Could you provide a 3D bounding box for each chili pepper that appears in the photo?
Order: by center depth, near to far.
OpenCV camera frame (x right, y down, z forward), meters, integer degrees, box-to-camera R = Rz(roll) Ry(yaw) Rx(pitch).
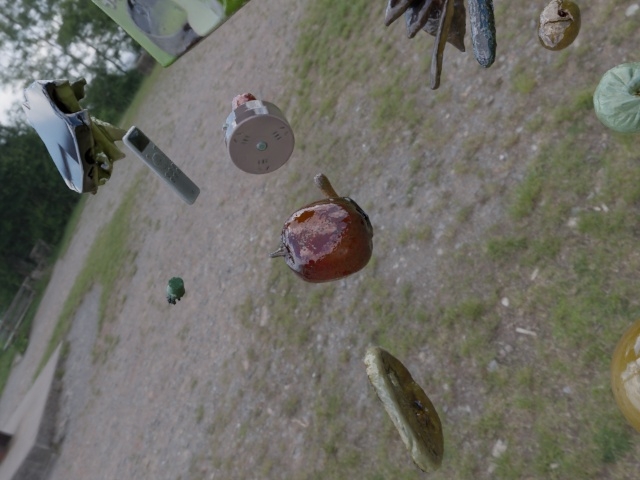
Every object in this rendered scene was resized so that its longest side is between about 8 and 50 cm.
[{"bbox_3d":[-0.179,-0.315,1.375,0.073,0.070,0.123,-17,54,-8],"label":"chili pepper"}]

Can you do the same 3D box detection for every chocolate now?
[{"bbox_3d":[-0.332,-0.539,1.152,0.300,0.288,0.137,-15,42,46],"label":"chocolate"}]

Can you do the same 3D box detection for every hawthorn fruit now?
[{"bbox_3d":[0.000,0.000,1.298,0.215,0.249,0.216,171,90,-83],"label":"hawthorn fruit"}]

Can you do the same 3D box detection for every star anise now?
[{"bbox_3d":[0.172,-0.457,0.936,0.109,0.292,0.350,-14,54,61],"label":"star anise"}]

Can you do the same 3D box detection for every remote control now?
[{"bbox_3d":[-0.432,-0.205,1.519,0.029,0.261,0.067,-18,37,36],"label":"remote control"}]

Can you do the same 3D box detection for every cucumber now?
[{"bbox_3d":[0.478,-0.632,1.621,0.072,0.081,0.304,-3,72,12],"label":"cucumber"}]

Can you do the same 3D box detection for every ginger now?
[{"bbox_3d":[-0.710,-0.340,1.656,0.211,0.358,0.413,-34,-2,-33],"label":"ginger"}]

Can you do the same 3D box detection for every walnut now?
[{"bbox_3d":[0.786,-0.712,1.812,0.137,0.137,0.245,-28,28,48],"label":"walnut"}]

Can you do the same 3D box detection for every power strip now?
[{"bbox_3d":[-0.138,-0.226,1.212,0.154,0.154,0.078,-49,39,22],"label":"power strip"}]

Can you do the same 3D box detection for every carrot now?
[{"bbox_3d":[0.040,-0.152,1.898,0.047,0.191,0.047,-29,27,16],"label":"carrot"}]

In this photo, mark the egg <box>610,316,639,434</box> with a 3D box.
[{"bbox_3d":[0.608,0.204,0.815,0.322,0.250,0.250,-8,45,12],"label":"egg"}]

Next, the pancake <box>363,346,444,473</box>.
[{"bbox_3d":[0.227,0.435,1.476,0.065,0.356,0.356,-36,31,13],"label":"pancake"}]

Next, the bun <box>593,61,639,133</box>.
[{"bbox_3d":[0.837,-0.383,1.460,0.196,0.195,0.118,-60,-7,-1],"label":"bun"}]

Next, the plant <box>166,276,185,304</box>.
[{"bbox_3d":[-0.392,0.143,1.489,0.102,0.051,0.051,112,169,-48],"label":"plant"}]
